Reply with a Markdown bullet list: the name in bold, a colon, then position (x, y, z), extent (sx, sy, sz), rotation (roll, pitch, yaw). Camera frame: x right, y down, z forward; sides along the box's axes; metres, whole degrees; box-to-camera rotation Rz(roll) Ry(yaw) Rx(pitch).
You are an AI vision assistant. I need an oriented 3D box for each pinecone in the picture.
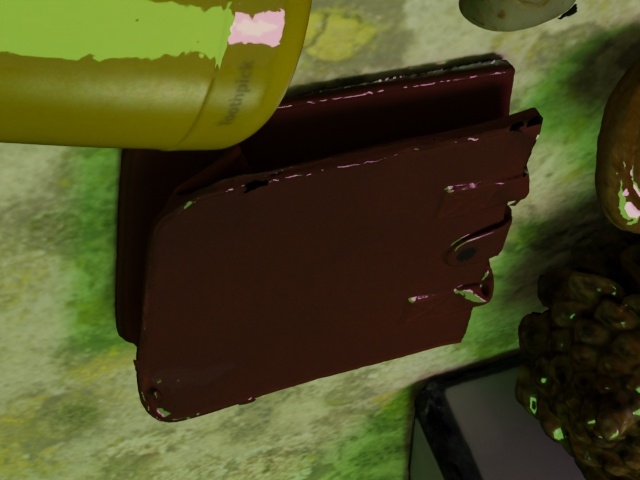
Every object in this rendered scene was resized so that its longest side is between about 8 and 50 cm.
- **pinecone**: position (0.292, 0.098, 1.116), extent (0.257, 0.243, 0.243), rotation (4, 139, -39)

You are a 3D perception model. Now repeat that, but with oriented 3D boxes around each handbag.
- **handbag**: position (0.000, 0.001, 0.945), extent (0.276, 0.084, 0.260), rotation (-10, 142, -20)

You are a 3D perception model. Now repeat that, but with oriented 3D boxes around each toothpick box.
- **toothpick box**: position (-0.154, -0.126, 0.584), extent (0.271, 0.175, 0.175), rotation (-1, 141, -25)

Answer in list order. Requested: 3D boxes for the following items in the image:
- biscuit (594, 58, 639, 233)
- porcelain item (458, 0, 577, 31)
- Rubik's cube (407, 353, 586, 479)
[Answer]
- **biscuit**: position (0.317, -0.060, 0.971), extent (0.290, 0.041, 0.208), rotation (-3, 104, -27)
- **porcelain item**: position (0.112, -0.204, 0.739), extent (0.084, 0.054, 0.213), rotation (-20, 146, -8)
- **Rubik's cube**: position (0.276, 0.291, 1.301), extent (0.313, 0.318, 0.316), rotation (-16, 148, -11)
